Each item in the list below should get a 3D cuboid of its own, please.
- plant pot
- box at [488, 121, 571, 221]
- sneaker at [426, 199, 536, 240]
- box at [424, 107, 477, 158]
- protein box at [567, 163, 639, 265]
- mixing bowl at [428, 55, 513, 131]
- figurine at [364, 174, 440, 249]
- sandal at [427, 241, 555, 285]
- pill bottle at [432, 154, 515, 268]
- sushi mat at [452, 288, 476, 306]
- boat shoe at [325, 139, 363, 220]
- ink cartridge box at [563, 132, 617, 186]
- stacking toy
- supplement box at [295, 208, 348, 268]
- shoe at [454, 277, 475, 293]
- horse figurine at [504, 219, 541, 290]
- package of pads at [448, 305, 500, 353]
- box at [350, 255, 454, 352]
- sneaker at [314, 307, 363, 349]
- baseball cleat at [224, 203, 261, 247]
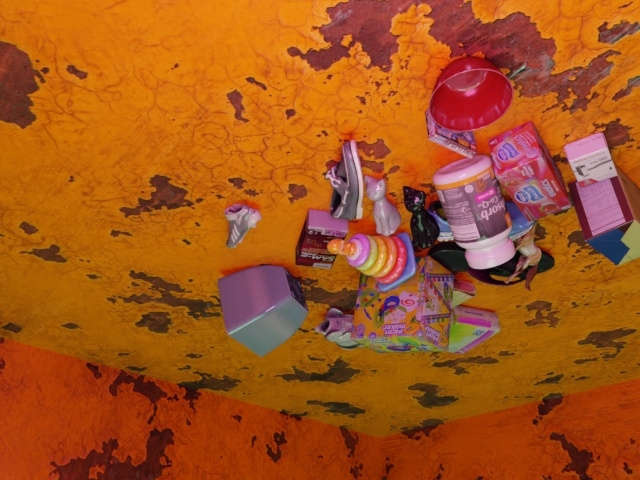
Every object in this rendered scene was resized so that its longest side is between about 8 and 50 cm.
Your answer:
[{"bbox_3d":[-0.193,0.234,1.982,0.252,0.247,0.248,-28,140,11],"label":"plant pot"},{"bbox_3d":[0.558,-0.175,1.434,0.122,0.128,0.257,-22,141,31],"label":"box"},{"bbox_3d":[0.472,-0.074,1.591,0.329,0.130,0.147,-4,149,8],"label":"sneaker"},{"bbox_3d":[0.322,-0.267,1.332,0.137,0.094,0.027,18,142,-24],"label":"box"},{"bbox_3d":[0.828,-0.072,1.519,0.199,0.201,0.136,26,139,-33],"label":"protein box"},{"bbox_3d":[0.331,-0.343,1.212,0.181,0.098,0.181,1,146,1],"label":"mixing bowl"},{"bbox_3d":[0.226,-0.094,1.552,0.214,0.092,0.209,21,153,34],"label":"figurine"},{"bbox_3d":[0.589,0.097,1.866,0.445,0.107,0.168,4,147,-5],"label":"sandal"},{"bbox_3d":[0.419,-0.075,1.449,0.162,0.162,0.279,-17,105,25],"label":"pill bottle"},{"bbox_3d":[0.463,0.230,2.071,0.151,0.019,0.316,14,160,-4],"label":"sushi mat"},{"bbox_3d":[0.065,-0.155,1.491,0.099,0.116,0.319,-5,151,2],"label":"boat shoe"},{"bbox_3d":[0.722,-0.212,1.439,0.099,0.056,0.135,-20,142,30],"label":"ink cartridge box"},{"bbox_3d":[0.141,0.041,1.704,0.301,0.166,0.175,14,144,-34],"label":"stacking toy"},{"bbox_3d":[0.000,0.000,1.764,0.130,0.073,0.239,6,147,-10],"label":"supplement box"},{"bbox_3d":[0.500,0.168,2.014,0.177,0.064,0.081,7,152,0],"label":"shoe"},{"bbox_3d":[0.652,0.041,1.740,0.174,0.066,0.263,-39,123,-8],"label":"horse figurine"},{"bbox_3d":[0.583,0.388,2.313,0.229,0.101,0.296,11,145,-16],"label":"package of pads"},{"bbox_3d":[0.283,0.230,1.868,0.289,0.279,0.177,-12,147,42],"label":"box"},{"bbox_3d":[0.152,0.357,2.240,0.210,0.137,0.365,27,142,-38],"label":"sneaker"},{"bbox_3d":[-0.269,-0.053,1.709,0.109,0.072,0.206,32,133,-18],"label":"baseball cleat"}]
